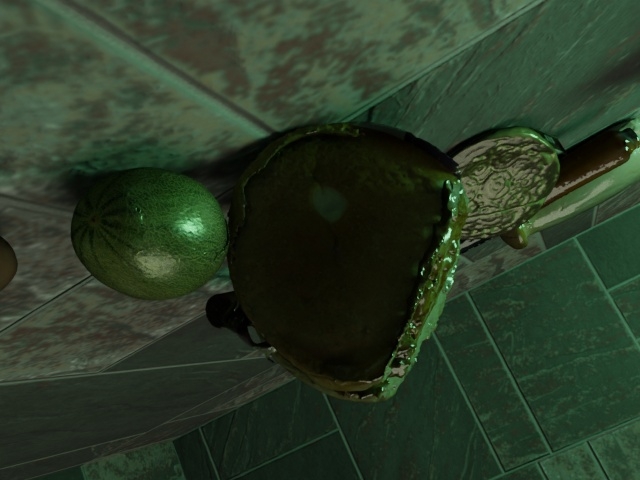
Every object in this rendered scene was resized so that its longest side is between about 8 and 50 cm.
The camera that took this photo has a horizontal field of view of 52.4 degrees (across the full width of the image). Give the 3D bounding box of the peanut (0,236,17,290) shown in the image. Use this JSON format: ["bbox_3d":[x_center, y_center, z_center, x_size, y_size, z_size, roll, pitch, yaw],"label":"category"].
[{"bbox_3d":[-0.354,0.018,0.614,0.076,0.076,0.152,-30,166,17],"label":"peanut"}]

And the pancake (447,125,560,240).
[{"bbox_3d":[0.297,-0.094,1.124,0.250,0.031,0.250,-7,134,-7],"label":"pancake"}]

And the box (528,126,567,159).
[{"bbox_3d":[0.301,-0.098,1.255,0.325,0.047,0.180,-35,163,30],"label":"box"}]

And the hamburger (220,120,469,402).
[{"bbox_3d":[0.024,0.014,0.787,0.318,0.277,0.195,-63,166,-10],"label":"hamburger"}]

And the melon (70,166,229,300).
[{"bbox_3d":[-0.170,-0.006,0.681,0.139,0.139,0.192,-30,160,17],"label":"melon"}]

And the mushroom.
[{"bbox_3d":[0.559,-0.130,1.400,0.407,0.137,0.154,-33,176,5],"label":"mushroom"}]

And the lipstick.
[{"bbox_3d":[0.401,-0.086,1.229,0.418,0.077,0.077,-30,164,8],"label":"lipstick"}]

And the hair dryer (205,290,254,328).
[{"bbox_3d":[-0.016,0.047,1.177,0.340,0.123,0.312,-41,162,15],"label":"hair dryer"}]
